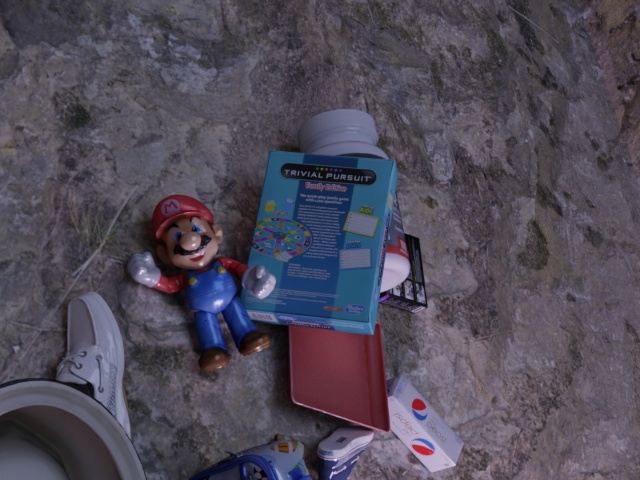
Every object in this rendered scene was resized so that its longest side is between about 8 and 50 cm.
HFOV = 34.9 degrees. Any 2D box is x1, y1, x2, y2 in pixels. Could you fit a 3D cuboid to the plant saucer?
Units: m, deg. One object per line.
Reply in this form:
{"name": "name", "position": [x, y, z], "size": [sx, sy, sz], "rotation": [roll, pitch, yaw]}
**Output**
{"name": "plant saucer", "position": [0.024, 0.244, 2.032], "size": [0.259, 0.048, 0.259], "rotation": [24, 46, -34]}

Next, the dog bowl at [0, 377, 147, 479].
{"name": "dog bowl", "position": [-0.420, 0.397, 1.367], "size": [0.408, 0.150, 0.407], "rotation": [22, 63, -50]}

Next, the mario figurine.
{"name": "mario figurine", "position": [-0.211, 0.067, 1.813], "size": [0.198, 0.170, 0.320], "rotation": [-21, 86, -48]}

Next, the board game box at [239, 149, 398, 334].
{"name": "board game box", "position": [0.000, 0.000, 1.960], "size": [0.079, 0.254, 0.335], "rotation": [68, 30, -66]}

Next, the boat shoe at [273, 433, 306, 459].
{"name": "boat shoe", "position": [-0.083, 0.431, 1.829], "size": [0.072, 0.068, 0.190], "rotation": [31, 38, -15]}

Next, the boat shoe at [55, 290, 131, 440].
{"name": "boat shoe", "position": [-0.371, 0.213, 1.615], "size": [0.096, 0.098, 0.277], "rotation": [2, 68, -46]}

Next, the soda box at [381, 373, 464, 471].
{"name": "soda box", "position": [0.202, 0.385, 2.133], "size": [0.216, 0.074, 0.069], "rotation": [49, 42, -14]}

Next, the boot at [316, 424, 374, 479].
{"name": "boot", "position": [0.044, 0.419, 1.970], "size": [0.190, 0.069, 0.086], "rotation": [-9, 107, -60]}

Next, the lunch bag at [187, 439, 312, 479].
{"name": "lunch bag", "position": [-0.089, 0.477, 1.649], "size": [0.115, 0.243, 0.303], "rotation": [-16, 81, -49]}

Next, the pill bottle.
{"name": "pill bottle", "position": [0.059, -0.079, 2.140], "size": [0.210, 0.210, 0.362], "rotation": [13, 60, -42]}

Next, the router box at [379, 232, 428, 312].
{"name": "router box", "position": [0.175, 0.064, 2.307], "size": [0.133, 0.046, 0.178], "rotation": [19, 56, -38]}
